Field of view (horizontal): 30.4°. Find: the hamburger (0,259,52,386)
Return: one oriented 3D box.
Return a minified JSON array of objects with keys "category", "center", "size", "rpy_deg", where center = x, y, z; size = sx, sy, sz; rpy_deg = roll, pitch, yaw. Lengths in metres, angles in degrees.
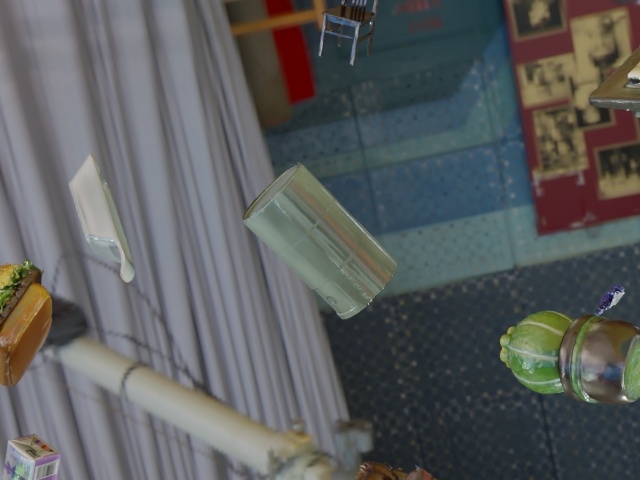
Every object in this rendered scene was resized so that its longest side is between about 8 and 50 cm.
[{"category":"hamburger","center":[-0.376,0.097,1.394],"size":[0.137,0.087,0.166],"rpy_deg":[-61,178,-33]}]

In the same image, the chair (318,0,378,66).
[{"category":"chair","center":[0.062,-0.456,2.262],"size":[0.084,0.212,0.101],"rpy_deg":[18,-151,19]}]

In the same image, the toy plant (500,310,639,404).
[{"category":"toy plant","center":[0.266,0.122,1.253],"size":[0.162,0.093,0.093],"rpy_deg":[7,-161,43]}]

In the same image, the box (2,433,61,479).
[{"category":"box","center":[-0.304,0.263,1.217],"size":[0.050,0.117,0.036],"rpy_deg":[28,-156,35]}]

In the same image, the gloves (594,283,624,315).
[{"category":"gloves","center":[0.521,0.103,2.116],"size":[0.086,0.026,0.064],"rpy_deg":[-28,155,-51]}]

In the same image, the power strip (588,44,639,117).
[{"category":"power strip","center":[0.568,-0.235,1.747],"size":[0.257,0.092,0.251],"rpy_deg":[15,-142,41]}]

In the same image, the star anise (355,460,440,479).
[{"category":"star anise","center":[0.076,0.293,1.056],"size":[0.126,0.190,0.220],"rpy_deg":[3,-144,0]}]

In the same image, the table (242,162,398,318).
[{"category":"table","center":[0.000,0.000,1.794],"size":[0.126,0.220,0.126],"rpy_deg":[-43,-169,11]}]

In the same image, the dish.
[{"category":"dish","center":[-0.409,-0.030,2.192],"size":[0.064,0.234,0.154],"rpy_deg":[-20,161,-6]}]
